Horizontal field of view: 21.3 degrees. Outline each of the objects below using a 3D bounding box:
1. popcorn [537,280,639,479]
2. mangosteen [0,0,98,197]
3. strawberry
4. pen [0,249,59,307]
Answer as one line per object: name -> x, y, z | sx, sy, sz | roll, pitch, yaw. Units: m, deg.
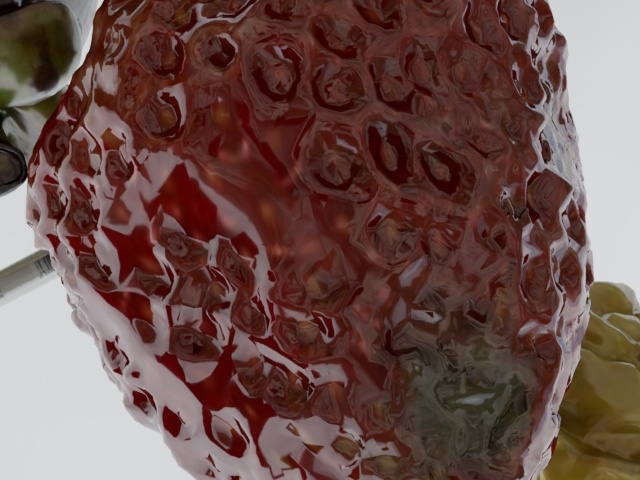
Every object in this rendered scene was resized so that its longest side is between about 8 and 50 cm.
popcorn -> 0.122, 0.133, 1.070 | 0.332, 0.265, 0.225 | 36, -141, 28
mangosteen -> -0.212, -0.125, 0.938 | 0.215, 0.215, 0.257 | -17, -127, -26
strawberry -> -0.008, -0.011, 0.815 | 0.292, 0.291, 0.310 | 20, -144, -3
pen -> -0.255, 0.047, 1.225 | 0.239, 0.028, 0.028 | -27, -116, 4
